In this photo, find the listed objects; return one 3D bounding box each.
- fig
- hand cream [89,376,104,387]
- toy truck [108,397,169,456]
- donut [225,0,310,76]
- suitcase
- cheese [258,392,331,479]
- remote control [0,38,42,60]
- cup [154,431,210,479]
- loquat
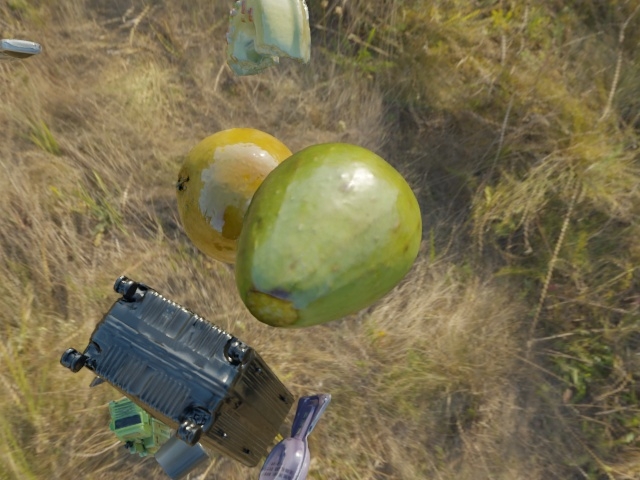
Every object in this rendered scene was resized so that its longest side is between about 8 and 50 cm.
[{"bbox_3d":[0.000,0.000,1.150,0.258,0.258,0.326,46,45,2],"label":"fig"},{"bbox_3d":[-0.362,0.233,1.345,0.019,0.093,0.030,46,119,10],"label":"hand cream"},{"bbox_3d":[-0.345,0.362,1.488,0.077,0.169,0.100,-15,64,0],"label":"toy truck"},{"bbox_3d":[-0.067,-0.258,0.925,0.065,0.166,0.108,-3,97,-24],"label":"donut"},{"bbox_3d":[-0.190,0.212,1.143,0.230,0.335,0.152,26,72,20],"label":"suitcase"},{"bbox_3d":[-0.042,0.305,1.101,0.042,0.105,0.191,33,63,-18],"label":"cheese"},{"bbox_3d":[-0.561,-0.333,1.380,0.067,0.261,0.029,0,97,-33],"label":"remote control"},{"bbox_3d":[-0.257,0.406,1.449,0.077,0.100,0.078,-39,56,-13],"label":"cup"},{"bbox_3d":[-0.150,-0.084,1.478,0.263,0.263,0.263,1,81,-7],"label":"loquat"}]
